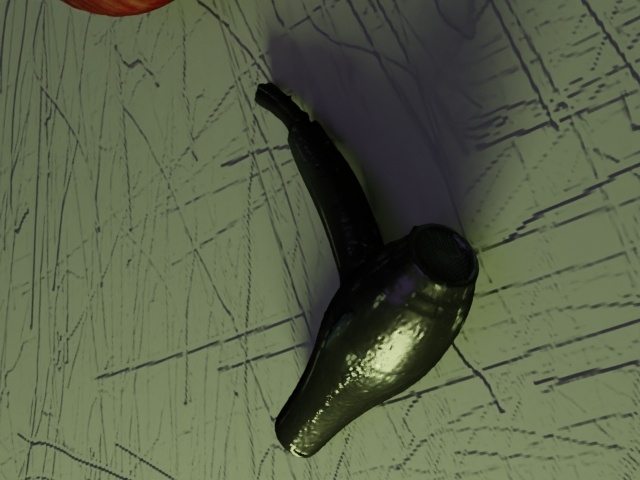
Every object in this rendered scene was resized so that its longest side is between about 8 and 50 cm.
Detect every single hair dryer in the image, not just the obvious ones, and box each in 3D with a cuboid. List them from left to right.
[{"bbox_3d":[0.000,0.000,0.857,0.195,0.075,0.219,-53,51,45],"label":"hair dryer"}]

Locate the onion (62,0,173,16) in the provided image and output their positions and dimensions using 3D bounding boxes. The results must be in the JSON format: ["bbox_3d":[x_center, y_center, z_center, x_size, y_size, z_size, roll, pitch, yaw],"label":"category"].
[{"bbox_3d":[-0.142,-0.259,0.883,0.248,0.161,0.248,39,135,53],"label":"onion"}]
